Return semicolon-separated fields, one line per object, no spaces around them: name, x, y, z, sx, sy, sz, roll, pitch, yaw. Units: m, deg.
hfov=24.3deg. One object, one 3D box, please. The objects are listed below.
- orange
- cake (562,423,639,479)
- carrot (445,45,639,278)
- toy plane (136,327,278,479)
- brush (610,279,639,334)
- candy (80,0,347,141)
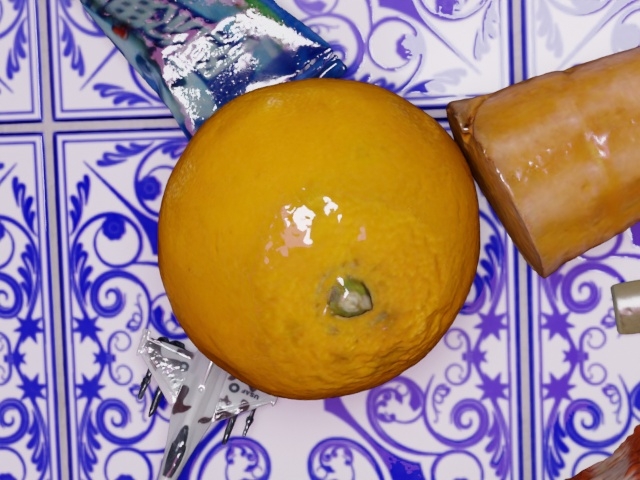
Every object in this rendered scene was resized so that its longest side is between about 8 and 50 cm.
orange;0.000;0.000;1.392;0.312;0.312;0.312;1;95;10
cake;0.301;0.349;1.381;0.319;0.270;0.269;-36;88;12
carrot;0.270;-0.102;1.408;0.254;0.196;0.196;-27;90;2
toy plane;-0.128;0.166;1.541;0.160;0.082;0.234;21;86;0
brush;0.427;0.047;1.448;0.282;0.048;0.054;-10;90;13
candy;-0.147;-0.230;1.515;0.187;0.077;0.331;-43;85;8
